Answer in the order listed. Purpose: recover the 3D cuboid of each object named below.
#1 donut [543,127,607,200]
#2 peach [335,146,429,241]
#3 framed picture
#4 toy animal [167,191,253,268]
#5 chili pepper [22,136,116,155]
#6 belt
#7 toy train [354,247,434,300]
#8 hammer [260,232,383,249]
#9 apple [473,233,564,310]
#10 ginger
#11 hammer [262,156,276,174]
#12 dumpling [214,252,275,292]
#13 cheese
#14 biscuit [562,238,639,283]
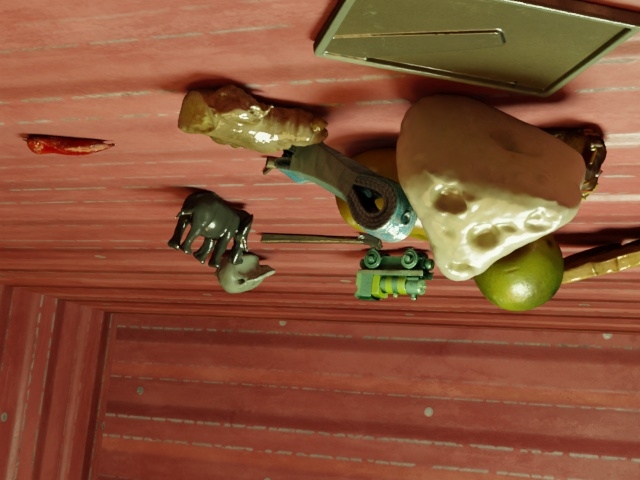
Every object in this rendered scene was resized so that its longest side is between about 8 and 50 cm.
[{"bbox_3d":[0.315,-0.110,1.471,0.230,0.096,0.216,7,168,-9],"label":"donut"},{"bbox_3d":[0.145,-0.075,1.615,0.251,0.153,0.251,15,-178,0],"label":"peach"},{"bbox_3d":[0.171,-0.237,1.113,0.324,0.020,0.240,8,168,-11],"label":"framed picture"},{"bbox_3d":[-0.217,-0.017,2.023,0.114,0.146,0.245,21,171,22],"label":"toy animal"},{"bbox_3d":[-0.447,-0.166,1.699,0.178,0.027,0.045,2,167,6],"label":"chili pepper"},{"bbox_3d":[0.027,-0.090,1.443,0.072,0.087,0.302,16,-165,-45],"label":"belt"},{"bbox_3d":[0.187,0.087,2.380,0.200,0.132,0.083,-1,168,35],"label":"toy train"},{"bbox_3d":[0.000,0.001,2.308,0.297,0.027,0.125,3,168,15],"label":"hammer"},{"bbox_3d":[0.406,0.048,1.978,0.196,0.196,0.157,-1,148,26],"label":"apple"},{"bbox_3d":[-0.100,-0.173,1.420,0.213,0.074,0.137,6,170,-33],"label":"ginger"},{"bbox_3d":[-0.091,-0.130,1.743,0.035,0.019,0.110,8,170,-14],"label":"hammer"},{"bbox_3d":[-0.212,0.075,2.614,0.219,0.152,0.108,13,136,54],"label":"dumpling"},{"bbox_3d":[0.192,-0.073,1.326,0.248,0.173,0.251,34,135,-10],"label":"cheese"},{"bbox_3d":[0.600,0.045,2.036,0.202,0.044,0.289,-22,-174,-43],"label":"biscuit"}]
